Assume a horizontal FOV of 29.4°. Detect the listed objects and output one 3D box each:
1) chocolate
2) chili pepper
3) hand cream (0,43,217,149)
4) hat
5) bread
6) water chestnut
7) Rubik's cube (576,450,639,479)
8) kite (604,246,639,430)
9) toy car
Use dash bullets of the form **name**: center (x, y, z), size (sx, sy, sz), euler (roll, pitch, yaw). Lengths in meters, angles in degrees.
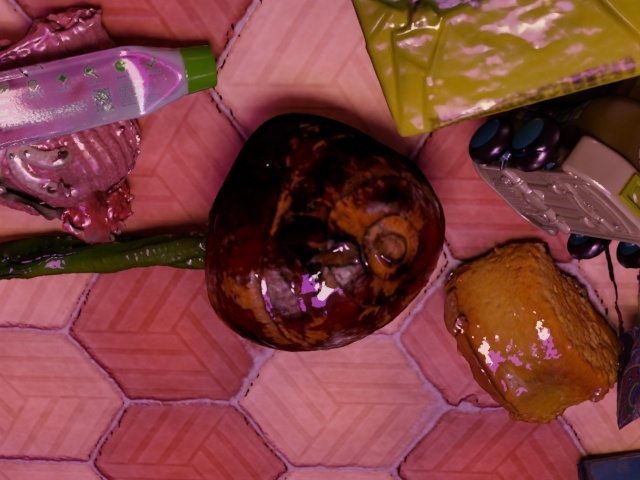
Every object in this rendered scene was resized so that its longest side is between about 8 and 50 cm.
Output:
- **chocolate**: center (0.179, -0.287, 1.237), size (0.300, 0.137, 0.289), euler (-13, 123, 14)
- **chili pepper**: center (-0.299, 0.027, 1.531), size (0.358, 0.077, 0.085), euler (-7, 163, 11)
- **hand cream**: center (-0.249, -0.162, 1.337), size (0.275, 0.050, 0.079), euler (-15, 83, -15)
- **hat**: center (-0.304, -0.109, 1.407), size (0.236, 0.107, 0.286), euler (-25, 125, 1)
- **bread**: center (0.270, 0.137, 1.525), size (0.160, 0.147, 0.261), euler (-27, 119, 24)
- **water chestnut**: center (0.000, 0.000, 1.385), size (0.289, 0.289, 0.244), euler (-5, 153, 8)
- **Rubik's cube**: center (0.555, 0.504, 1.636), size (0.358, 0.363, 0.362), euler (-9, 119, 8)
- **kite**: center (0.399, 0.096, 1.512), size (0.015, 0.152, 0.286), euler (14, 131, 44)
- **toy car**: center (0.303, -0.105, 1.319), size (0.204, 0.248, 0.198), euler (41, 80, -22)
